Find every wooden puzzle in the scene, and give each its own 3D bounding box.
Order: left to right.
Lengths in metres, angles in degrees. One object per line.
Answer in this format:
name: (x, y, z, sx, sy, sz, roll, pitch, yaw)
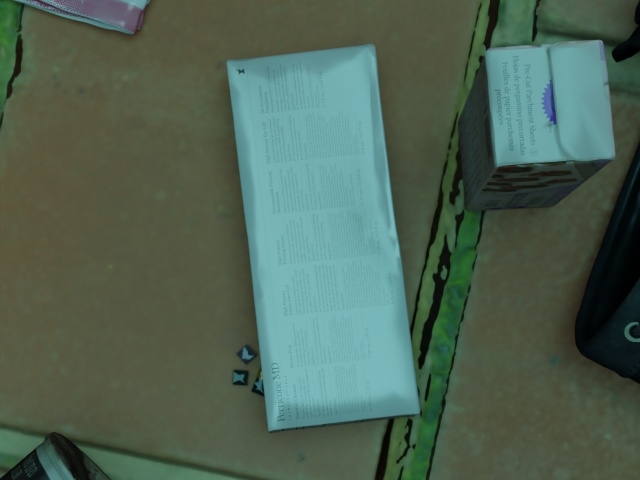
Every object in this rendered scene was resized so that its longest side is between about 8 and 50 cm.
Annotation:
wooden puzzle: (-0.015, 0.085, 1.282, 0.083, 0.006, 0.049, 22, 86, 0)

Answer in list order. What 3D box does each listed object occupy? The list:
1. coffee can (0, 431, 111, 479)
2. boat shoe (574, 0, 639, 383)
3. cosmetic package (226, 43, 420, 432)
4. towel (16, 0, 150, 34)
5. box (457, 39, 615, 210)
coffee can: (-0.201, 0.279, 1.169, 0.275, 0.201, 0.201, -41, 88, -4)
boat shoe: (0.273, -0.132, 1.219, 0.156, 0.187, 0.500, 13, 91, -7)
cosmetic package: (0.000, 0.000, 1.257, 0.099, 0.060, 0.239, -6, 83, -4)
towel: (-0.158, -0.247, 1.288, 0.144, 0.029, 0.197, 18, 86, -1)
box: (0.119, -0.060, 1.136, 0.063, 0.324, 0.067, -4, 86, 1)
